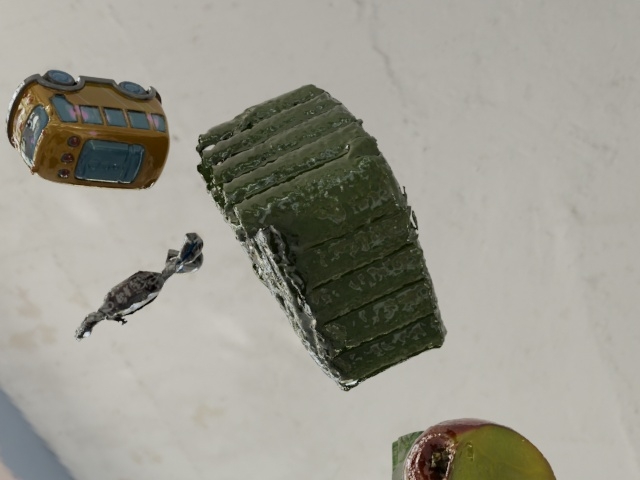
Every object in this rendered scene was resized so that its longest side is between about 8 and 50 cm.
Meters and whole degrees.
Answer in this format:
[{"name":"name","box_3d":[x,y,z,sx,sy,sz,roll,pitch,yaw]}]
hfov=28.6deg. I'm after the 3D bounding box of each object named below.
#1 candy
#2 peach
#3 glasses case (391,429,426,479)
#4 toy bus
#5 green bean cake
[{"name":"candy","box_3d":[-0.255,0.067,1.742,0.051,0.226,0.094,52,-3,11]},{"name":"peach","box_3d":[0.238,0.339,1.811,0.267,0.154,0.159,19,-14,-30]},{"name":"glasses case","box_3d":[0.172,0.447,2.205,0.095,0.272,0.062,-13,-60,10]},{"name":"toy bus","box_3d":[-0.301,-0.137,1.664,0.136,0.209,0.126,57,-47,44]},{"name":"green bean cake","box_3d":[0.000,0.000,1.608,0.335,0.218,0.319,-118,-174,-58]}]
